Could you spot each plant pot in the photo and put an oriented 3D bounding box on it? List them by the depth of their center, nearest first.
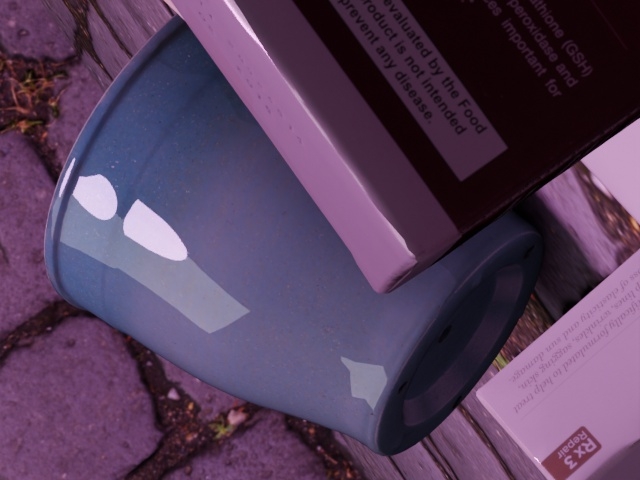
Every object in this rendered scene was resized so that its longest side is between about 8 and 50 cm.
[{"bbox_3d":[0.000,0.000,1.252,0.255,0.271,0.271,35,163,21],"label":"plant pot"}]

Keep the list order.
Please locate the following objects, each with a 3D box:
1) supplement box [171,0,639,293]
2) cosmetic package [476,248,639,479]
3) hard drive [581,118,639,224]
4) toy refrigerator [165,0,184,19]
[{"bbox_3d":[0.078,-0.108,0.461,0.130,0.239,0.073,55,172,4],"label":"supplement box"},{"bbox_3d":[0.179,0.109,0.966,0.085,0.117,0.231,49,179,37],"label":"cosmetic package"},{"bbox_3d":[0.134,-0.090,0.838,0.318,0.040,0.210,50,170,19],"label":"hard drive"},{"bbox_3d":[-0.062,-0.189,1.044,0.269,0.094,0.102,42,151,-21],"label":"toy refrigerator"}]
